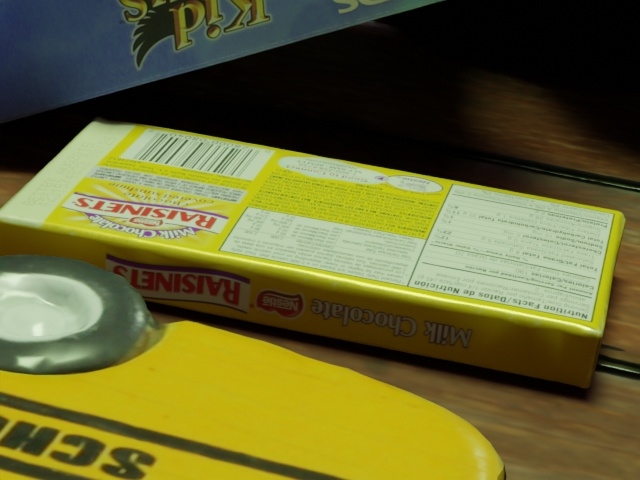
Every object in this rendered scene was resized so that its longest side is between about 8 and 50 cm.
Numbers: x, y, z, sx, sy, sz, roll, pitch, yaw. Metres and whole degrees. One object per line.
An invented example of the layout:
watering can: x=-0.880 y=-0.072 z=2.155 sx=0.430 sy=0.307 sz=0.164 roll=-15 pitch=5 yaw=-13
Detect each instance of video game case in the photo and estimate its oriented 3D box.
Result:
video game case: x=-0.052 y=-0.139 z=0.781 sx=0.270 sy=0.061 sz=0.244 roll=-15 pitch=24 yaw=6

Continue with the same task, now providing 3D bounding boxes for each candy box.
candy box: x=0.000 y=0.000 z=0.641 sx=0.206 sy=0.027 sz=0.105 roll=11 pitch=27 yaw=10

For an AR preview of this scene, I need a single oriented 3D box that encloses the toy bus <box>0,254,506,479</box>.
toy bus: x=-0.136 y=0.063 z=0.371 sx=0.333 sy=0.108 sz=0.130 roll=12 pitch=26 yaw=11
